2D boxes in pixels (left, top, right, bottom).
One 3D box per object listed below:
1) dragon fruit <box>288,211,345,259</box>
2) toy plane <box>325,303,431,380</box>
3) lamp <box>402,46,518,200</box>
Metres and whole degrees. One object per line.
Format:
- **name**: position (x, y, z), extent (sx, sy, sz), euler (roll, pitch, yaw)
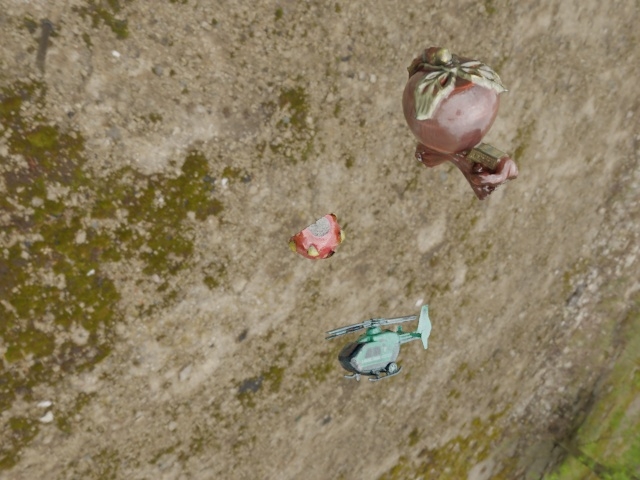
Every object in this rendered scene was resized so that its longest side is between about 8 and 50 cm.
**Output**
- **dragon fruit**: position (0.000, 0.000, 0.848), extent (0.083, 0.060, 0.056), euler (-31, -178, -15)
- **toy plane**: position (0.103, 0.167, 0.897), extent (0.235, 0.060, 0.096), euler (-5, 87, -39)
- **lamp**: position (0.226, -0.200, 0.890), extent (0.151, 0.215, 0.223), euler (-44, 140, -2)
